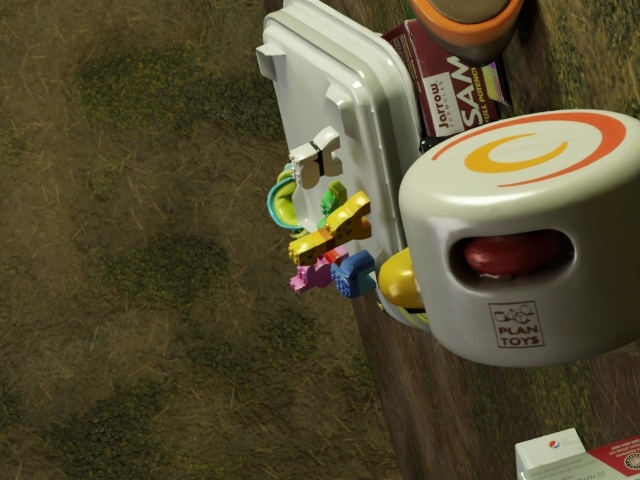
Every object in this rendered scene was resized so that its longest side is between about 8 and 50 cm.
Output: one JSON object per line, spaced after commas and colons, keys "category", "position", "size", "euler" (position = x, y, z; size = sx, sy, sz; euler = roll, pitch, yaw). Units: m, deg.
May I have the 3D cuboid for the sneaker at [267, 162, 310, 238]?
{"category": "sneaker", "position": [0.024, -0.062, 2.322], "size": [0.319, 0.208, 0.127], "euler": [95, 157, -76]}

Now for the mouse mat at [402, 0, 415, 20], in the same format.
{"category": "mouse mat", "position": [0.099, -0.324, 1.875], "size": [0.189, 0.007, 0.152], "euler": [92, 162, -70]}

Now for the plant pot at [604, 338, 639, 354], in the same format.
{"category": "plant pot", "position": [0.203, 0.043, 1.376], "size": [0.109, 0.096, 0.109], "euler": [-122, 18, -74]}

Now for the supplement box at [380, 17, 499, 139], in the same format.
{"category": "supplement box", "position": [0.120, -0.172, 1.732], "size": [0.239, 0.073, 0.130], "euler": [-152, 46, -83]}

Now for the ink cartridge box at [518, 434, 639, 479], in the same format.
{"category": "ink cartridge box", "position": [0.255, 0.278, 1.342], "size": [0.127, 0.128, 0.176], "euler": [80, 171, -46]}

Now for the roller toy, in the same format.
{"category": "roller toy", "position": [0.159, 0.002, 1.168], "size": [0.191, 0.209, 0.146], "euler": [30, 138, 62]}

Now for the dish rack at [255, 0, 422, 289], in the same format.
{"category": "dish rack", "position": [0.025, -0.094, 1.806], "size": [0.285, 0.072, 0.333], "euler": [39, 149, 51]}

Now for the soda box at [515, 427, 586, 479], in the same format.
{"category": "soda box", "position": [0.256, 0.302, 1.726], "size": [0.074, 0.069, 0.216], "euler": [-110, 8, -46]}

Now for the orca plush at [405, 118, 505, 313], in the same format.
{"category": "orca plush", "position": [0.117, -0.040, 1.416], "size": [0.151, 0.102, 0.287], "euler": [-54, 4, 46]}

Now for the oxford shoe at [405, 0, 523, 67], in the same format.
{"category": "oxford shoe", "position": [0.080, -0.320, 1.466], "size": [0.133, 0.130, 0.363], "euler": [71, -178, -73]}

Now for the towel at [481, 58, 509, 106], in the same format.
{"category": "towel", "position": [0.167, -0.174, 1.581], "size": [0.060, 0.009, 0.083], "euler": [-124, 20, -76]}

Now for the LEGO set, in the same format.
{"category": "LEGO set", "position": [0.000, 0.000, 1.735], "size": [0.087, 0.093, 0.227], "euler": [49, 156, 39]}

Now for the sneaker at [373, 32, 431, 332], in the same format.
{"category": "sneaker", "position": [0.115, -0.067, 1.925], "size": [0.147, 0.145, 0.384], "euler": [24, 136, 61]}
